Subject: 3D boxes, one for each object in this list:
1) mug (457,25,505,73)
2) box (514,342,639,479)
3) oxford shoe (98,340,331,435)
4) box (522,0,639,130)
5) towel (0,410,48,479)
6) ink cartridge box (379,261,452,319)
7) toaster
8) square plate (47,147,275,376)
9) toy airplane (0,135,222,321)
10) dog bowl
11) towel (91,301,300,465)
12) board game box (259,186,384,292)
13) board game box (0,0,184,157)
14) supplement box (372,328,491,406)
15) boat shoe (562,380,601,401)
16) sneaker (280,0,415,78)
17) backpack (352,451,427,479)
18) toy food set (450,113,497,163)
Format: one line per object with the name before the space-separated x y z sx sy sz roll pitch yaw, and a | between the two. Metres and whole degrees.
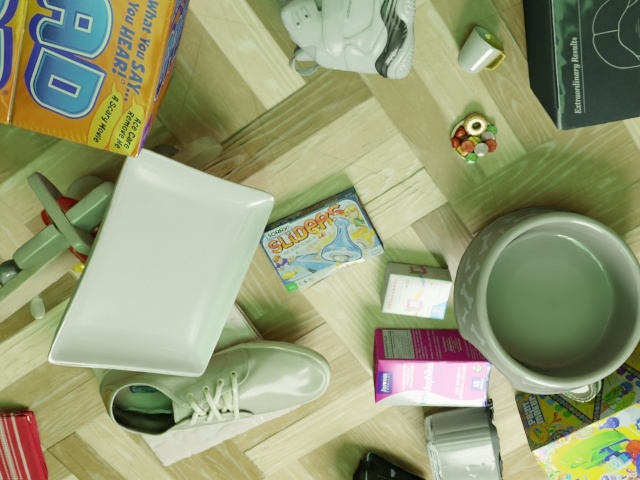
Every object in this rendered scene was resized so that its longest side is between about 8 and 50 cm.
mug | 0.269 -0.309 1.531 0.078 0.062 0.064 34 120 -10
box | 0.592 0.405 1.840 0.279 0.177 0.290 -30 114 15
oxford shoe | -0.202 0.291 1.741 0.449 0.130 0.169 -4 115 -1
box | 0.528 -0.371 1.416 0.395 0.212 0.294 -9 118 3
towel | -0.720 0.438 1.919 0.274 0.031 0.199 -2 119 2
ink cartridge box | 0.180 0.096 1.742 0.122 0.052 0.089 8 117 -3
toaster | 0.297 0.431 1.876 0.146 0.129 0.227 -10 118 7
square plate | -0.251 0.045 1.472 0.344 0.049 0.347 18 96 -53
toy airplane | -0.378 -0.018 1.553 0.386 0.272 0.384 -8 137 -34
dog bowl | 0.417 0.105 1.631 0.348 0.102 0.349 0 86 -5
towel | -0.250 0.277 1.830 0.331 0.053 0.317 -26 114 11
board game box | 0.000 0.000 1.699 0.201 0.035 0.136 -24 115 11
board game box | -0.372 -0.386 1.312 0.356 0.356 0.357 15 117 -8
supplement box | 0.214 0.248 1.789 0.220 0.114 0.111 1 118 1
boat shoe | 0.414 0.196 1.727 0.109 0.091 0.305 -41 92 21
sneaker | 0.037 -0.422 1.422 0.210 0.137 0.366 -5 121 -1
backpack | 0.155 0.559 1.918 0.188 0.166 0.144 19 117 -7
toy food set | 0.272 -0.179 1.618 0.083 0.020 0.082 -41 111 18
